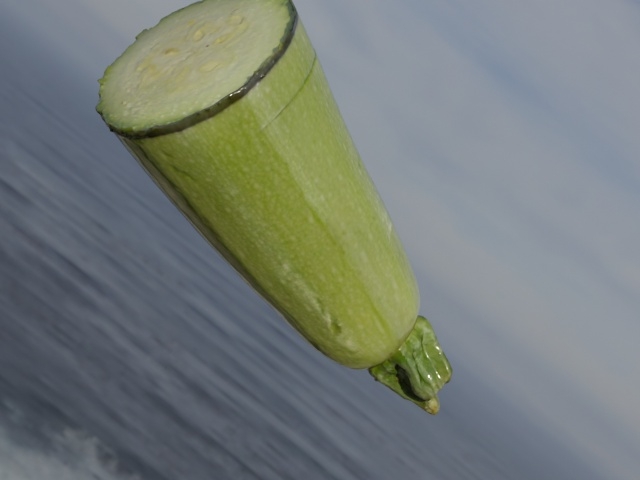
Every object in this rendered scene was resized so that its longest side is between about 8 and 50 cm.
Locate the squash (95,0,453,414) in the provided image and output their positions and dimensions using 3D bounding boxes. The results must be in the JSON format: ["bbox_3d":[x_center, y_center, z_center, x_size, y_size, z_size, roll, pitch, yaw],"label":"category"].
[{"bbox_3d":[0.000,0.000,0.563,0.224,0.094,0.094,56,-8,-30],"label":"squash"}]
